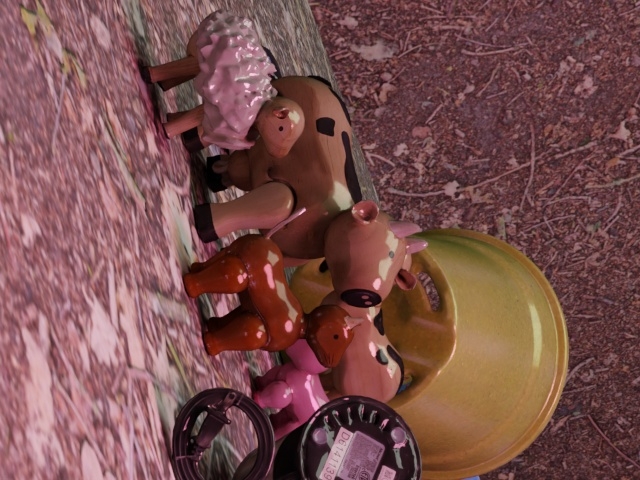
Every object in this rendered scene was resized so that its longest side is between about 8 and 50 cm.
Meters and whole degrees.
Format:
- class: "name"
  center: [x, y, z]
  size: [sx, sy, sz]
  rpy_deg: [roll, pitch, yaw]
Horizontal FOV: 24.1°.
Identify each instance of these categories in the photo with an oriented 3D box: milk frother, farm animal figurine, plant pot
- class: "milk frother"
  center: [-0.033, 0.149, 0.969]
  size: [0.143, 0.129, 0.135]
  rpy_deg: [46, -31, -1]
- class: "farm animal figurine"
  center: [0.000, 0.000, 1.241]
  size: [0.330, 0.172, 0.326]
  rpy_deg: [54, 20, -72]
- class: "plant pot"
  center: [0.085, 0.097, 1.503]
  size: [0.254, 0.276, 0.276]
  rpy_deg: [28, 45, -65]

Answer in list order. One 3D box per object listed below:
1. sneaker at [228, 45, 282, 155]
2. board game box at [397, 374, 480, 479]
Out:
- class: "sneaker"
  center: [-0.070, -0.145, 1.501]
  size: [0.217, 0.079, 0.121]
  rpy_deg: [93, -22, -84]
- class: "board game box"
  center: [0.138, 0.301, 1.838]
  size: [0.308, 0.086, 0.301]
  rpy_deg: [-117, -173, -67]
